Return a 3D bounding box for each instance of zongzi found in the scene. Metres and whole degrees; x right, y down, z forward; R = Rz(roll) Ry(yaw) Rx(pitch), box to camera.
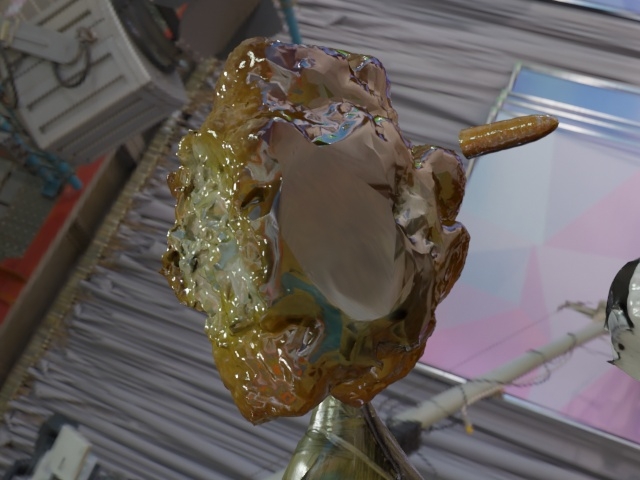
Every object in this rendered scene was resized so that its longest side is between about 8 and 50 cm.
[{"bbox_3d":[0.077,0.242,1.037,0.094,0.205,0.204,161,129,-73],"label":"zongzi"}]

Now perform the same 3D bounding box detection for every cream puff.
[{"bbox_3d":[0.000,0.000,0.600,0.241,0.155,0.269,34,-109,-26],"label":"cream puff"}]

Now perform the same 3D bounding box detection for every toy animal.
[{"bbox_3d":[0.462,0.103,1.073,0.156,0.204,0.208,-51,-25,-13],"label":"toy animal"}]

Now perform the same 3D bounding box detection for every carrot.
[{"bbox_3d":[0.265,-0.148,1.193,0.048,0.139,0.048,28,-123,-55],"label":"carrot"}]
